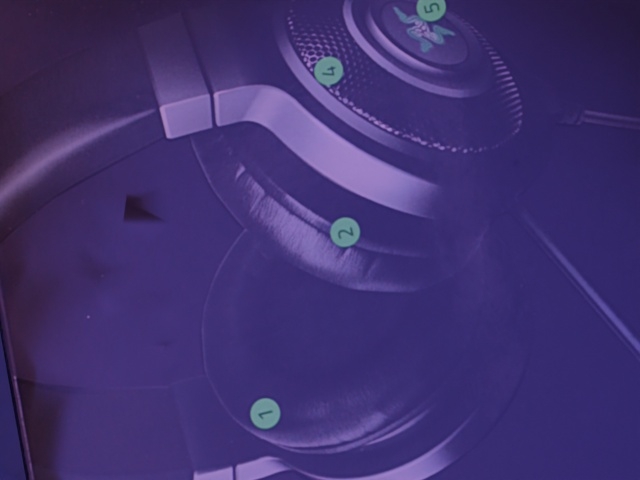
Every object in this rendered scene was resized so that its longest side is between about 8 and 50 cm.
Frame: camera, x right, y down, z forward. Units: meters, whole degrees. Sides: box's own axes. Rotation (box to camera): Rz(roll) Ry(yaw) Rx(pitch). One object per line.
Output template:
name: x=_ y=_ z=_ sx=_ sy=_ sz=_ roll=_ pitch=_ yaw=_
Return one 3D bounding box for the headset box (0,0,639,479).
headset box: x=0.061 y=0.034 z=0.428 sx=0.283 sy=0.131 sz=0.246 roll=-15 pitch=76 yaw=5
